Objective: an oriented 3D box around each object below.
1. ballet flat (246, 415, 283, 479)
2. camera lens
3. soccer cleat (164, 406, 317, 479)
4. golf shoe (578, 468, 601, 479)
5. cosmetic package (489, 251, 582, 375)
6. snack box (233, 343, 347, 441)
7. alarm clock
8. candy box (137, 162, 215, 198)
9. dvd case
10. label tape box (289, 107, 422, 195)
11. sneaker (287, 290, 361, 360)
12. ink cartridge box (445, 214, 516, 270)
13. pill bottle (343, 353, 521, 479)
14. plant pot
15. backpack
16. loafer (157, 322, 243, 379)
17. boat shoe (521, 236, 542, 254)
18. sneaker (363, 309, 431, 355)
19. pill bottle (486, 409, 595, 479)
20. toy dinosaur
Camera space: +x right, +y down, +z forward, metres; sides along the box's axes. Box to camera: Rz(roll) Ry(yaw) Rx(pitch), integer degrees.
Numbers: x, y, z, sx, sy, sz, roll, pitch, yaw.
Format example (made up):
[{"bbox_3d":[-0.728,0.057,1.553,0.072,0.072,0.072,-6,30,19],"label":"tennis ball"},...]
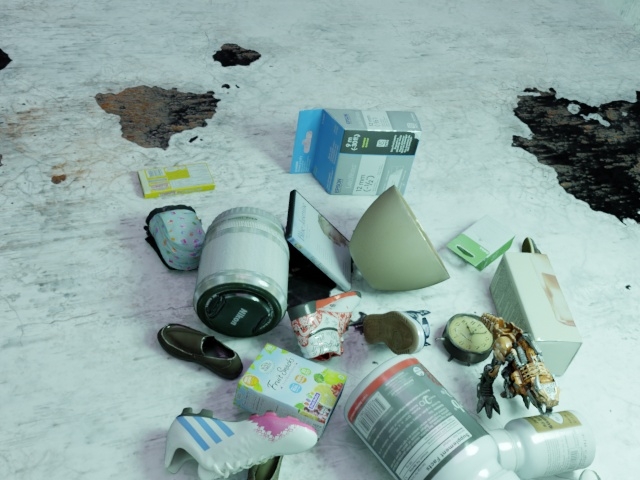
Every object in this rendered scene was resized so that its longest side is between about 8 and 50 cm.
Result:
[{"bbox_3d":[-0.116,0.452,1.526,0.084,0.058,0.250,11,44,-2],"label":"ballet flat"},{"bbox_3d":[-0.187,0.081,1.771,0.219,0.219,0.274,6,44,-6],"label":"camera lens"},{"bbox_3d":[-0.165,0.424,1.464,0.331,0.116,0.143,-4,51,23],"label":"soccer cleat"},{"bbox_3d":[0.554,0.564,1.551,0.086,0.067,0.186,18,45,8],"label":"golf shoe"},{"bbox_3d":[0.546,0.186,1.873,0.129,0.153,0.296,3,46,-8],"label":"cosmetic package"},{"bbox_3d":[-0.064,0.333,1.620,0.207,0.070,0.174,20,27,9],"label":"snack box"},{"bbox_3d":[0.387,0.240,1.845,0.192,0.064,0.129,-33,59,-32],"label":"alarm clock"},{"bbox_3d":[-0.419,-0.175,2.118,0.206,0.027,0.105,-9,50,-20],"label":"candy box"},{"bbox_3d":[0.000,0.000,1.918,0.253,0.022,0.180,43,33,-32],"label":"dvd case"},{"bbox_3d":[0.099,-0.257,2.152,0.347,0.249,0.115,-1,45,-14],"label":"label tape box"},{"bbox_3d":[0.027,0.212,1.785,0.270,0.090,0.145,-8,79,-56],"label":"sneaker"},{"bbox_3d":[0.453,0.017,2.086,0.109,0.062,0.209,39,50,25],"label":"ink cartridge box"},{"bbox_3d":[0.234,0.430,1.516,0.210,0.210,0.363,-24,55,-31],"label":"pill bottle"},{"bbox_3d":[0.186,0.022,1.909,0.191,0.284,0.284,-31,49,9],"label":"plant pot"},{"bbox_3d":[-0.369,-0.008,1.898,0.152,0.115,0.182,-10,51,-25],"label":"backpack"},{"bbox_3d":[-0.276,0.241,1.691,0.220,0.078,0.080,21,45,9],"label":"loafer"},{"bbox_3d":[0.618,0.057,2.092,0.049,0.056,0.152,6,54,-13],"label":"boat shoe"},{"bbox_3d":[0.221,0.214,1.723,0.153,0.282,0.099,2,88,-19],"label":"sneaker"},{"bbox_3d":[0.471,0.453,1.600,0.229,0.131,0.131,-5,47,-17],"label":"pill bottle"},{"bbox_3d":[0.449,0.279,1.653,0.164,0.218,0.322,6,33,6],"label":"toy dinosaur"}]
